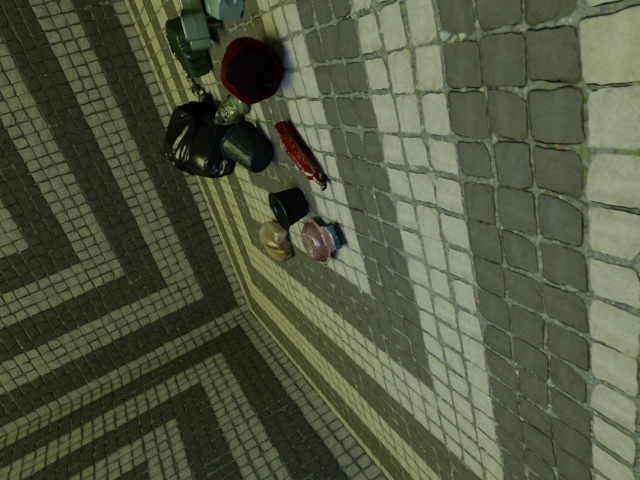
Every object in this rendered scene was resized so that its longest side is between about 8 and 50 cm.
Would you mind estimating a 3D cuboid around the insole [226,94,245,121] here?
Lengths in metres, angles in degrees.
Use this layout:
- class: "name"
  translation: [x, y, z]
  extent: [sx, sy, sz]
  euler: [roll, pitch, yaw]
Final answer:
- class: "insole"
  translation: [-0.337, -0.496, 1.928]
  extent: [0.309, 0.012, 0.110]
  euler: [62, 158, 7]

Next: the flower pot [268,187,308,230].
- class: "flower pot"
  translation: [-0.117, -0.130, 1.681]
  extent: [0.157, 0.106, 0.157]
  euler: [49, 156, 30]

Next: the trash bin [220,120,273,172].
- class: "trash bin"
  translation: [-0.276, -0.359, 1.750]
  extent: [0.161, 0.175, 0.175]
  euler: [40, 152, 24]

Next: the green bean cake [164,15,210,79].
- class: "green bean cake"
  translation: [-0.588, -0.855, 1.969]
  extent: [0.222, 0.125, 0.227]
  euler: [47, 156, 35]

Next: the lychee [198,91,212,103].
- class: "lychee"
  translation: [-0.573, -0.702, 2.211]
  extent: [0.067, 0.068, 0.083]
  euler: [21, 153, -3]

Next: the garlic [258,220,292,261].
- class: "garlic"
  translation: [-0.225, 0.002, 2.124]
  extent: [0.228, 0.110, 0.217]
  euler: [39, 152, 50]

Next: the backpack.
- class: "backpack"
  translation: [-0.545, -0.461, 2.104]
  extent: [0.445, 0.254, 0.363]
  euler: [35, 110, 40]

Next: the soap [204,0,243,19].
- class: "soap"
  translation: [-0.314, -0.804, 1.376]
  extent: [0.145, 0.091, 0.231]
  euler: [48, 154, 38]

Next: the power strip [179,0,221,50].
- class: "power strip"
  translation: [-0.463, -0.852, 1.691]
  extent: [0.261, 0.141, 0.229]
  euler: [-115, 14, -46]

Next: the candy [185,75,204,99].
- class: "candy"
  translation: [-0.658, -0.796, 2.325]
  extent: [0.226, 0.051, 0.094]
  euler: [49, 153, 37]

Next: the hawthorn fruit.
- class: "hawthorn fruit"
  translation: [-0.222, -0.527, 1.344]
  extent: [0.251, 0.189, 0.190]
  euler: [54, 158, 38]

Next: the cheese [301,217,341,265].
- class: "cheese"
  translation: [0.000, 0.000, 1.590]
  extent: [0.189, 0.074, 0.286]
  euler: [65, 157, -3]

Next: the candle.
- class: "candle"
  translation: [-0.062, -0.274, 1.435]
  extent: [0.302, 0.059, 0.084]
  euler: [55, 168, 24]

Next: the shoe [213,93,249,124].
- class: "shoe"
  translation: [-0.365, -0.539, 1.815]
  extent: [0.103, 0.098, 0.275]
  euler: [63, 155, -4]
